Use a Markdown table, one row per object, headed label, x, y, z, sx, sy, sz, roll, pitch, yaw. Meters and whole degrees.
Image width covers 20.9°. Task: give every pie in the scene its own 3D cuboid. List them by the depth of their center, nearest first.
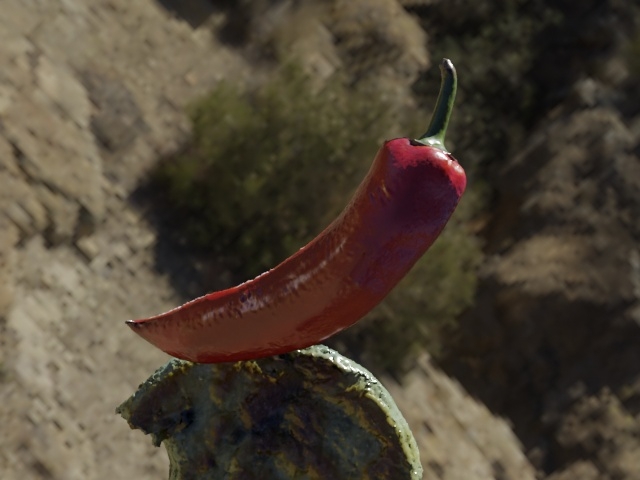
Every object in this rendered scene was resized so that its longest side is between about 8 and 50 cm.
| label | x | y | z | sx | sy | sz | roll | pitch | yaw |
| --- | --- | --- | --- | --- | --- | --- | --- | --- | --- |
| pie | -0.050 | 0.231 | 1.616 | 0.302 | 0.302 | 0.067 | 47 | -5 | -5 |

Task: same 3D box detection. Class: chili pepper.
| label | x | y | z | sx | sy | sz | roll | pitch | yaw |
| --- | --- | --- | --- | --- | --- | --- | --- | --- | --- |
| chili pepper | 0.000 | 0.008 | 1.475 | 0.137 | 0.368 | 0.092 | 55 | 9 | 19 |
